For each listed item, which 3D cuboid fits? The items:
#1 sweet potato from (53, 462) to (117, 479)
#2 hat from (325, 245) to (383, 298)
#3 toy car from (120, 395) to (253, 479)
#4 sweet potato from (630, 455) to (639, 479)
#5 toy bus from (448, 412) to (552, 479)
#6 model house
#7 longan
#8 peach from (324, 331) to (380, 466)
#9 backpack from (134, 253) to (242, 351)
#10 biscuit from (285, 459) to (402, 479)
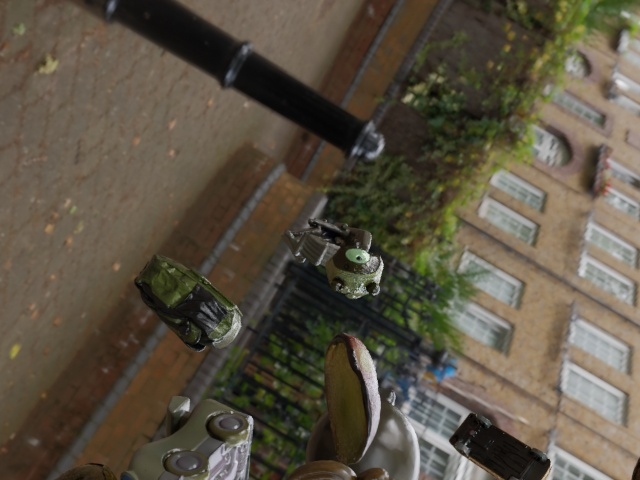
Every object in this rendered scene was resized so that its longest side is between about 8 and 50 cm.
[{"bbox_3d":[-0.417,0.449,1.460,0.310,0.098,0.124,-30,-154,38],"label":"sweet potato"},{"bbox_3d":[0.049,0.053,1.207,0.076,0.077,0.059,-42,-141,43],"label":"hat"},{"bbox_3d":[-0.290,0.470,1.661,0.336,0.227,0.242,-33,135,-60],"label":"toy car"},{"bbox_3d":[0.491,0.235,1.140,0.109,0.109,0.385,-59,148,-48],"label":"sweet potato"},{"bbox_3d":[0.288,0.345,1.328,0.069,0.162,0.074,-47,136,-17],"label":"toy bus"},{"bbox_3d":[0.003,0.008,1.990,0.229,0.188,0.122,-152,-104,-76],"label":"model house"},{"bbox_3d":[0.092,0.455,1.778,0.300,0.243,0.300,13,90,-86],"label":"longan"},{"bbox_3d":[0.066,0.289,1.483,0.189,0.068,0.279,-119,-154,-51],"label":"peach"},{"bbox_3d":[-0.293,0.140,1.838,0.140,0.253,0.207,-51,172,-12],"label":"backpack"},{"bbox_3d":[0.035,0.327,1.051,0.026,0.175,0.124,-75,162,-57],"label":"biscuit"}]
